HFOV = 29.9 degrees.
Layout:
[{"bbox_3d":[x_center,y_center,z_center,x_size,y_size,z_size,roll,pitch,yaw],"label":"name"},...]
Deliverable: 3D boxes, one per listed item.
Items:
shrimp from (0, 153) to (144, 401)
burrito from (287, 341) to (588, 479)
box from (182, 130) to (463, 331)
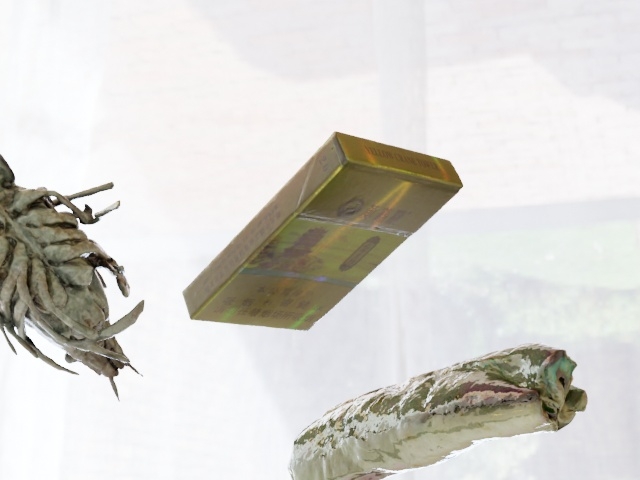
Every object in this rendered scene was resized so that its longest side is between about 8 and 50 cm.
[{"bbox_3d":[-0.299,-0.002,1.205,0.221,0.410,0.166,-43,-167,-21],"label":"shrimp"},{"bbox_3d":[0.075,0.130,0.859,0.096,0.066,0.309,-29,179,-38],"label":"burrito"},{"bbox_3d":[0.000,0.000,0.887,0.121,0.030,0.193,9,138,-42],"label":"box"}]
